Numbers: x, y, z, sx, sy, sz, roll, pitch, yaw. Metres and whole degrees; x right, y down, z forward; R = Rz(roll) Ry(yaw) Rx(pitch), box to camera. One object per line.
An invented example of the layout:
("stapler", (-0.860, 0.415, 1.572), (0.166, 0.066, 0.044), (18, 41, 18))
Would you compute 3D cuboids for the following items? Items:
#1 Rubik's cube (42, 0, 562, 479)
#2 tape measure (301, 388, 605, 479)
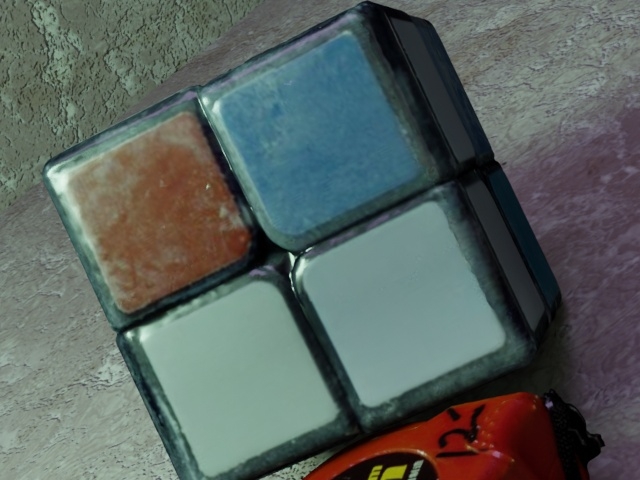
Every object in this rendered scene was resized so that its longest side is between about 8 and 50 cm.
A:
("Rubik's cube", (0.000, 0.000, 1.330), (0.313, 0.316, 0.318), (-25, -2, 14))
("tape measure", (0.064, 0.239, 1.149), (0.260, 0.114, 0.253), (-18, 28, 38))
